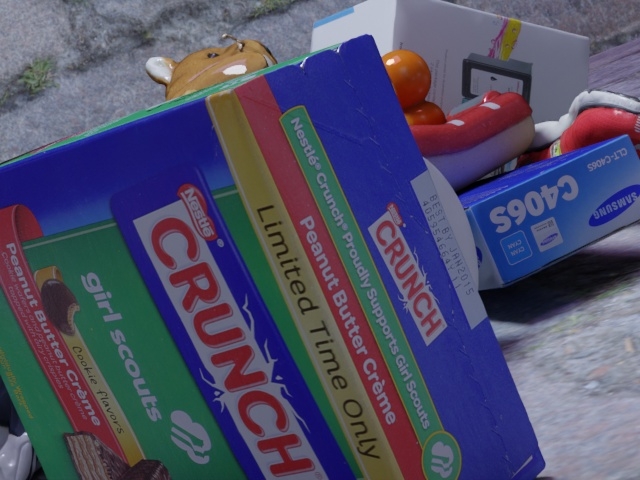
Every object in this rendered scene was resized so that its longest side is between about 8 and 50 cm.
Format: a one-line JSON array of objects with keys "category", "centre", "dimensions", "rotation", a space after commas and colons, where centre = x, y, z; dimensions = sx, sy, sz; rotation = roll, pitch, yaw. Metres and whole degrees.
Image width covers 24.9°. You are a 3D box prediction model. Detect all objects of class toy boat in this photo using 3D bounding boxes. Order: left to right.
[{"category": "toy boat", "centre": [0.098, -0.118, 1.441], "dimensions": [0.151, 0.151, 0.231], "rotation": [-23, 4, 44]}]

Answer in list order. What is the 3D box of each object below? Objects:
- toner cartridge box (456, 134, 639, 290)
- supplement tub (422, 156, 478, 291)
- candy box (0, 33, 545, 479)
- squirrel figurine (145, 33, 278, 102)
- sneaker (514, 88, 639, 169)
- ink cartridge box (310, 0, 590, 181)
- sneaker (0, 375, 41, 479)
[{"category": "toner cartridge box", "centre": [0.151, -0.011, 1.345], "dimensions": [0.165, 0.075, 0.348], "rotation": [-25, 3, -17]}, {"category": "supplement tub", "centre": [-0.030, 0.036, 1.171], "dimensions": [0.272, 0.191, 0.191], "rotation": [-14, 9, 41]}, {"category": "candy box", "centre": [-0.063, 0.050, 0.854], "dimensions": [0.317, 0.268, 0.122], "rotation": [-13, 14, 45]}, {"category": "squirrel figurine", "centre": [-0.175, -0.090, 1.892], "dimensions": [0.397, 0.281, 0.370], "rotation": [-46, 30, 24]}, {"category": "sneaker", "centre": [0.268, -0.066, 1.431], "dimensions": [0.107, 0.118, 0.279], "rotation": [21, -16, -10]}, {"category": "ink cartridge box", "centre": [0.144, -0.152, 1.682], "dimensions": [0.270, 0.197, 0.198], "rotation": [9, -7, -28]}, {"category": "sneaker", "centre": [-0.247, 0.111, 1.270], "dimensions": [0.094, 0.235, 0.153], "rotation": [14, -7, -1]}]
